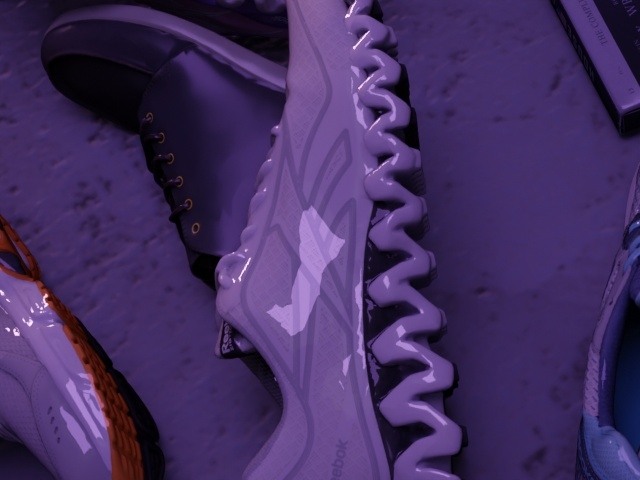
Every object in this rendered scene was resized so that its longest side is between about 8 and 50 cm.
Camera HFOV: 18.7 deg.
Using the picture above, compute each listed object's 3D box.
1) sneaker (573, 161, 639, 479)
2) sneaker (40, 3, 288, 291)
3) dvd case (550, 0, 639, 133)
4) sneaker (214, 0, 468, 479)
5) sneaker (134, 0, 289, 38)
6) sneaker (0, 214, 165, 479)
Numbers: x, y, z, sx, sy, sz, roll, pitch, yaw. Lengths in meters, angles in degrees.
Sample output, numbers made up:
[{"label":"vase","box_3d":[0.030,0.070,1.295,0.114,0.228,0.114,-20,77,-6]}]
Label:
[{"label":"sneaker","box_3d":[0.189,0.025,0.935,0.110,0.122,0.283,7,61,15]},{"label":"sneaker","box_3d":[-0.077,-0.047,1.055,0.222,0.083,0.118,21,66,21]},{"label":"dvd case","box_3d":[0.246,-0.172,1.099,0.238,0.029,0.179,-20,57,-2]},{"label":"sneaker","box_3d":[0.000,0.000,0.957,0.118,0.110,0.292,-8,75,5]},{"label":"sneaker","box_3d":[-0.093,-0.164,1.103,0.236,0.104,0.095,12,72,0]},{"label":"sneaker","box_3d":[-0.181,0.067,1.011,0.121,0.099,0.262,-39,52,-4]}]
